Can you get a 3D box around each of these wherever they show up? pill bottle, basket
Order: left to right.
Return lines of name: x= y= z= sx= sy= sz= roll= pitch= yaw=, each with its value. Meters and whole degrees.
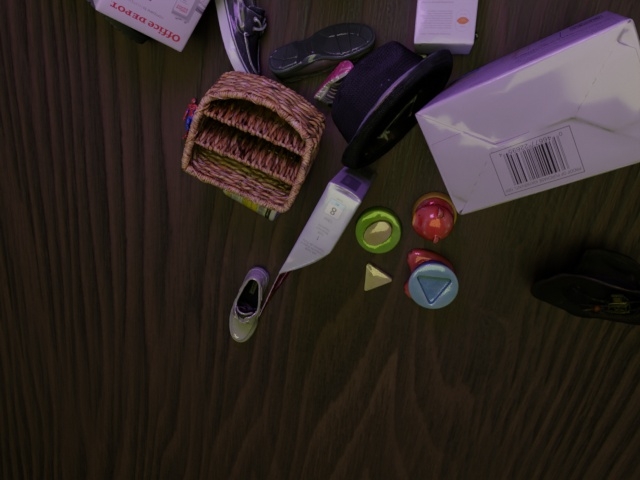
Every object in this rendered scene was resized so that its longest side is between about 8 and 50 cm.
pill bottle: x=-0.189 y=-0.153 z=1.270 sx=0.208 sy=0.119 sz=0.119 roll=30 pitch=112 yaw=0
basket: x=-0.157 y=-0.246 z=1.133 sx=0.299 sy=0.223 sz=0.213 roll=25 pitch=144 yaw=0

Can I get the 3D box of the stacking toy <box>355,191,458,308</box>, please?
stacking toy: x=0.230 y=0.042 z=1.247 sx=0.279 sy=0.130 sz=0.309 roll=-4 pitch=108 yaw=12

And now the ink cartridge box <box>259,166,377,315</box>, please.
ink cartridge box: x=0.000 y=0.000 z=1.183 sx=0.091 sy=0.308 sz=0.385 roll=29 pitch=113 yaw=1

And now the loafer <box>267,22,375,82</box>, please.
loafer: x=0.007 y=-0.457 z=1.154 sx=0.267 sy=0.084 sz=0.096 roll=-11 pitch=74 yaw=12

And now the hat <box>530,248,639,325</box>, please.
hat: x=0.695 y=0.100 z=1.140 sx=0.331 sy=0.331 sz=0.134 roll=17 pitch=75 yaw=5

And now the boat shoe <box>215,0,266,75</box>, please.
boat shoe: x=-0.182 y=-0.537 z=1.144 sx=0.102 sy=0.108 sz=0.302 roll=-9 pitch=100 yaw=16

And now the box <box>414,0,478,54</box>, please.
box: x=0.279 y=-0.513 z=1.042 sx=0.130 sy=0.091 sz=0.171 roll=6 pitch=99 yaw=11

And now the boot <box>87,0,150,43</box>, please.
boot: x=-0.379 y=-0.719 z=1.055 sx=0.445 sy=0.146 sz=0.367 roll=-34 pitch=140 yaw=10

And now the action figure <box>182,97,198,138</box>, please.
action figure: x=-0.357 y=-0.334 z=1.290 sx=0.038 sy=0.030 sz=0.115 roll=20 pitch=110 yaw=10

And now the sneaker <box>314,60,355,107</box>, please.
sneaker: x=0.050 y=-0.373 z=1.141 sx=0.074 sy=0.063 sz=0.170 roll=35 pitch=158 yaw=-16

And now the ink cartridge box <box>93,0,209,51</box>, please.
ink cartridge box: x=-0.336 y=-0.590 z=1.012 sx=0.207 sy=0.117 sz=0.283 roll=14 pitch=127 yaw=-42

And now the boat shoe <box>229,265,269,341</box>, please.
boat shoe: x=-0.224 y=0.209 z=1.422 sx=0.096 sy=0.088 sz=0.268 roll=26 pitch=112 yaw=1

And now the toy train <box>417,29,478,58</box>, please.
toy train: x=0.291 y=-0.463 z=1.109 sx=0.158 sy=0.027 sz=0.036 roll=-17 pitch=102 yaw=16

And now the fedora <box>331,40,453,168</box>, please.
fedora: x=0.137 y=-0.326 z=1.068 sx=0.152 sy=0.334 sz=0.334 roll=47 pitch=112 yaw=11

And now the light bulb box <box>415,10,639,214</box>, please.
light bulb box: x=0.429 y=-0.261 z=0.935 sx=0.357 sy=0.361 sz=0.225 roll=-17 pitch=107 yaw=33
